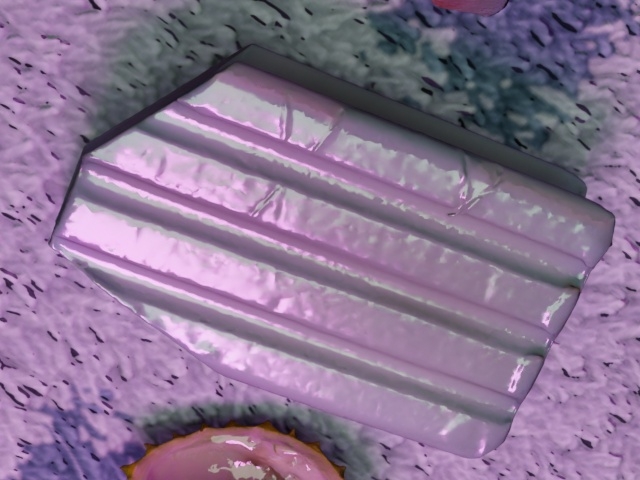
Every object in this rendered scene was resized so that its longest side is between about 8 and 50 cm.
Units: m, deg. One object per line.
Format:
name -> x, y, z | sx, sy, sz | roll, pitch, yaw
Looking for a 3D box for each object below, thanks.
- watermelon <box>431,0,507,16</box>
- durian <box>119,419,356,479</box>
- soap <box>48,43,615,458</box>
watermelon -> 0.027, -0.218, 0.707 | 0.202, 0.136, 0.207 | -12, 72, -29
durian -> -0.049, 0.220, 0.938 | 0.182, 0.132, 0.165 | -9, 101, 10
soap -> 0.000, 0.000, 0.862 | 0.347, 0.115, 0.208 | 20, 107, -13
